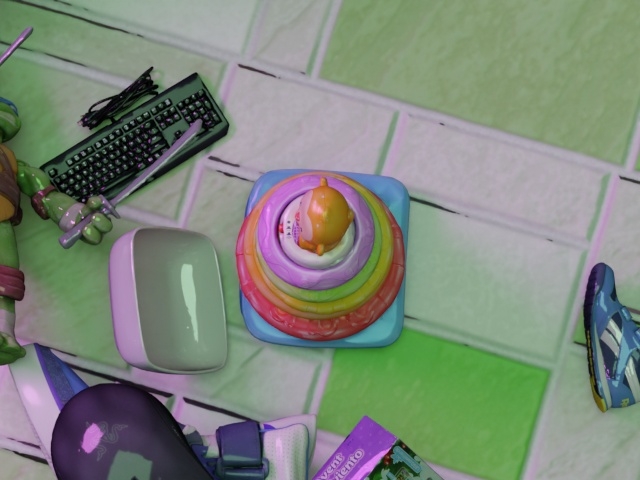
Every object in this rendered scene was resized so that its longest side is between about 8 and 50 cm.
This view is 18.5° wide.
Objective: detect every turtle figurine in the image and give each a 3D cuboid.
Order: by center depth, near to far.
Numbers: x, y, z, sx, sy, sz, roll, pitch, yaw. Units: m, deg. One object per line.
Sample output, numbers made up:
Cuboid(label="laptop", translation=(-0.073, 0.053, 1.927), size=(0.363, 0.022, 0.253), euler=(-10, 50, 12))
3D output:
Cuboid(label="turtle figurine", translation=(-0.291, -0.038, 1.810), size=(0.275, 0.198, 0.266), euler=(-3, 63, 25))

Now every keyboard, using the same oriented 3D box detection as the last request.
Cuboid(label="keyboard", translation=(-0.193, -0.101, 1.944), size=(0.192, 0.038, 0.100), euler=(-32, 82, -5))

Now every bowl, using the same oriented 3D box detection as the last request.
Cuboid(label="bowl", translation=(-0.151, 0.061, 1.877), size=(0.053, 0.142, 0.142), euler=(-14, 78, 32))

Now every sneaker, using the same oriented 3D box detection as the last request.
Cuboid(label="sneaker", translation=(-0.126, 0.194, 1.862), size=(0.236, 0.130, 0.322), euler=(-29, 79, -12))
Cuboid(label="sneaker", translation=(0.287, 0.092, 1.901), size=(0.059, 0.053, 0.144), euler=(-6, 90, 1))

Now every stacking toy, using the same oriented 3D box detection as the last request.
Cuboid(label="stacking toy", translation=(0.000, 0.000, 1.791), size=(0.166, 0.302, 0.175), euler=(3, 82, 1))

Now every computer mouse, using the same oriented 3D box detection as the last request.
Cuboid(label="computer mouse", translation=(-0.134, 0.241, 1.750), size=(0.188, 0.072, 0.272), euler=(-39, 86, -6))

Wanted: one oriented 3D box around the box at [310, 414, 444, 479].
Cuboid(label="box", translation=(0.070, 0.314, 1.773), size=(0.201, 0.057, 0.293), euler=(-50, 128, -7))
